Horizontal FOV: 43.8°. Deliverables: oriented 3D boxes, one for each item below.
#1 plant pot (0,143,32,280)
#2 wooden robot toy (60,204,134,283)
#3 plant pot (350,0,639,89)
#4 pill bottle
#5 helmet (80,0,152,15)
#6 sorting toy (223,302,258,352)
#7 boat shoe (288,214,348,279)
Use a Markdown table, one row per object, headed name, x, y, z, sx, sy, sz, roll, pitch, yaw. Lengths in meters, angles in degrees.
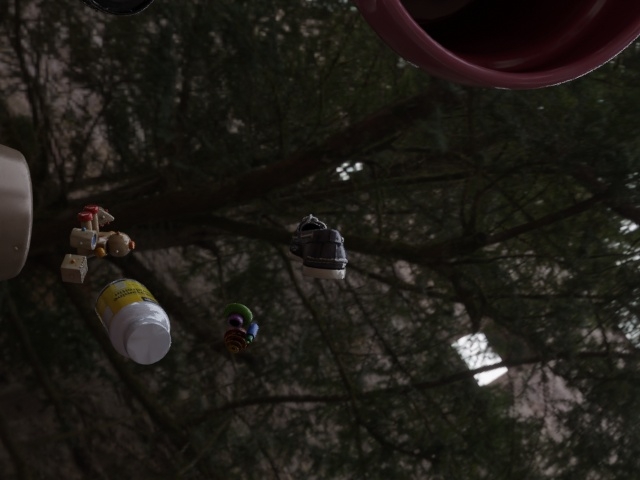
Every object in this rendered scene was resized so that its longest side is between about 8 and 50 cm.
| name | x | y | z | sx | sy | sz | roll | pitch | yaw |
| --- | --- | --- | --- | --- | --- | --- | --- | --- | --- |
| plant pot | -0.448 | -0.036 | 0.867 | 0.263 | 0.229 | 0.263 | -2 | -92 | 56 |
| wooden robot toy | -0.306 | -0.002 | 1.132 | 0.078 | 0.173 | 0.076 | 8 | -64 | 0 |
| plant pot | 0.089 | -0.196 | 0.487 | 0.180 | 0.201 | 0.202 | -142 | -129 | -72 |
| pill bottle | -0.319 | 0.141 | 1.370 | 0.184 | 0.103 | 0.103 | 33 | -59 | 57 |
| helmet | -0.307 | -0.413 | 1.142 | 0.170 | 0.169 | 0.161 | 65 | -25 | 10 |
| sorting toy | -0.143 | 0.160 | 1.387 | 0.061 | 0.042 | 0.102 | 8 | -52 | 9 |
| boat shoe | 0.000 | 0.000 | 1.037 | 0.206 | 0.075 | 0.065 | -124 | -142 | -78 |
